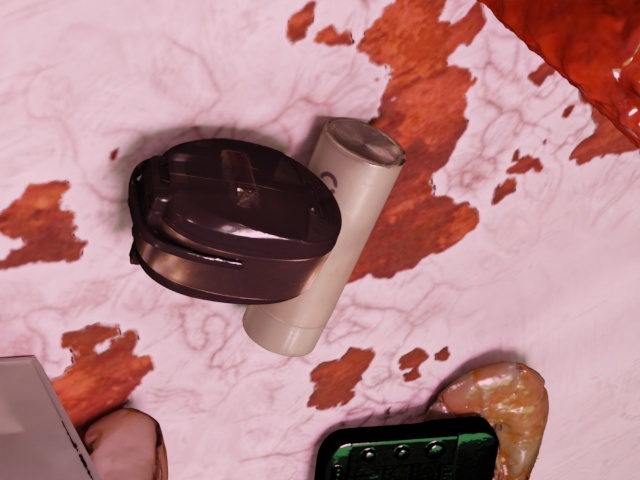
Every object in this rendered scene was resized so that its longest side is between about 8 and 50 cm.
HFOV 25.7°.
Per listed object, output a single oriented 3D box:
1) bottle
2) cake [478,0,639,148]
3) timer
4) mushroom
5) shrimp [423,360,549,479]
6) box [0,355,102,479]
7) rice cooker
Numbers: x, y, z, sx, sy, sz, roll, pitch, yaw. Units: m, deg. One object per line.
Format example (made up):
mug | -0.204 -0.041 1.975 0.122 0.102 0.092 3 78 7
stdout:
bottle | 0.000 0.000 1.171 0.072 0.072 0.201 1 126 -37
cake | 0.282 -0.209 1.037 0.269 0.270 0.319 -49 140 12
timer | 0.083 0.249 1.443 0.187 0.055 0.144 -2 119 -16
mushroom | -0.216 0.281 1.169 0.285 0.156 0.151 -47 141 -37
shrimp | 0.183 0.225 1.525 0.145 0.061 0.267 -22 141 -5
box | -0.245 0.192 1.051 0.129 0.225 0.086 0 127 -36
rice cooker | -0.068 -0.012 1.073 0.165 0.112 0.106 4 135 -17
